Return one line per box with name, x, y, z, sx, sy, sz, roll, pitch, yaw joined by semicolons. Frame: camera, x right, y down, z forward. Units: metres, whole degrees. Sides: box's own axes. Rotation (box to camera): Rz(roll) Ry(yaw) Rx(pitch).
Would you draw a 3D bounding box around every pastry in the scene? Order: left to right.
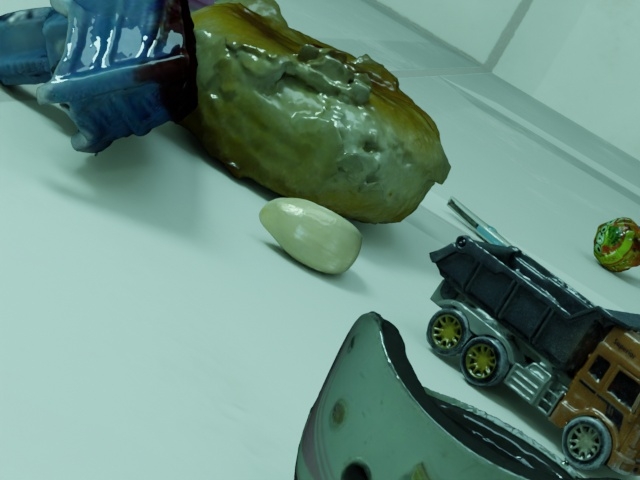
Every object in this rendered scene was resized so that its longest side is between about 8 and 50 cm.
pastry;-0.011;-0.109;1.263;0.257;0.121;0.236;31;13;12

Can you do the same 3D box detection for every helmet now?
helmet;0.054;0.116;0.639;0.153;0.107;0.177;31;-6;16

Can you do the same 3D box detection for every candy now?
candy;0.363;0.030;1.709;0.201;0.060;0.060;28;11;-41

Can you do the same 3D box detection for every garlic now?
garlic;0.000;-0.001;1.078;0.053;0.041;0.083;24;-1;39

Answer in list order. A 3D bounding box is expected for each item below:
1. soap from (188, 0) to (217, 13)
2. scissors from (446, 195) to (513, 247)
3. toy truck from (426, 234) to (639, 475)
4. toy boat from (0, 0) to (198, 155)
soap;-0.151;-0.288;1.621;0.203;0.122;0.065;19;16;-41
scissors;0.159;-0.004;1.463;0.119;0.014;0.058;42;17;30
toy truck;0.153;0.069;1.024;0.192;0.092;0.083;39;15;32
toy boat;-0.156;-0.128;1.061;0.142;0.129;0.309;-8;17;-1
